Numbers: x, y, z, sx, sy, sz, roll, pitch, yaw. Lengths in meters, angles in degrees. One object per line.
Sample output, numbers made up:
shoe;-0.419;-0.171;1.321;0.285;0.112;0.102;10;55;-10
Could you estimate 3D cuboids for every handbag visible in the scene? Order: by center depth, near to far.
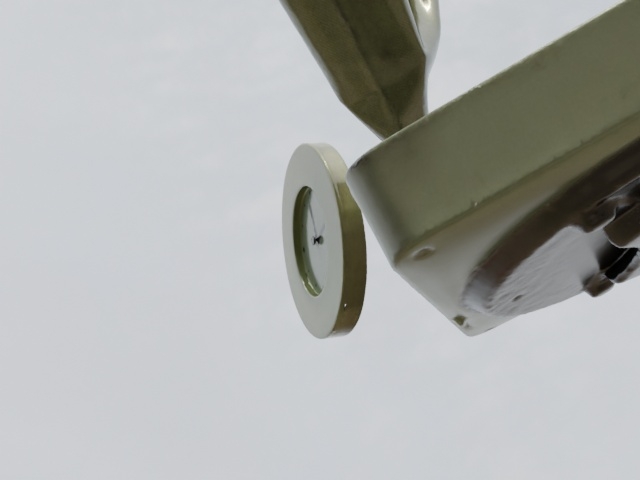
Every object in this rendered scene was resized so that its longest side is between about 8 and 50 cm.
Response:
handbag;0.006;-0.242;0.726;0.109;0.253;0.315;-24;-53;18

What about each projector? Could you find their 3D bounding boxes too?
projector;0.163;-0.040;0.481;0.259;0.079;0.257;-31;-19;8

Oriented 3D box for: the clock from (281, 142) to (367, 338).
clock;0.000;0.000;1.149;0.029;0.235;0.234;-5;-62;-18
